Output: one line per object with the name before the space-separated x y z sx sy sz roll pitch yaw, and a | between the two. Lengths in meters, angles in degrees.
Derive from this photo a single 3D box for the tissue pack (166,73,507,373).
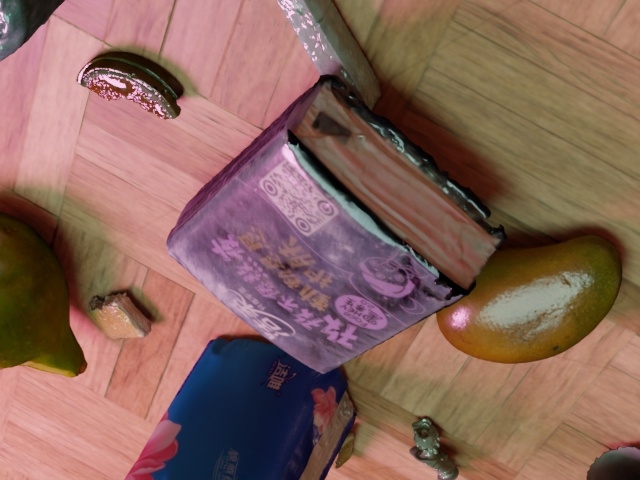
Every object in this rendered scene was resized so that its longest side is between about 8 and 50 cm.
tissue pack | 0.000 0.000 1.648 0.259 0.122 0.361 40 151 -7

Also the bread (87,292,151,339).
bread | -0.266 0.102 2.017 0.083 0.035 0.070 -15 122 49

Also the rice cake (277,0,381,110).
rice cake | -0.009 -0.223 1.509 0.042 0.045 0.245 -7 128 39

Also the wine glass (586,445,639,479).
wine glass | 0.390 0.337 1.811 0.093 0.093 0.202 -8 127 37

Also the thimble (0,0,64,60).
thimble | -0.372 -0.303 1.577 0.198 0.143 0.235 -14 121 40

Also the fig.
fig | -0.400 0.093 1.994 0.206 0.206 0.275 -7 147 36

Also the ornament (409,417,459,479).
ornament | 0.143 0.272 1.935 0.068 0.041 0.092 37 158 28

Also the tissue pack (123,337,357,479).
tissue pack | -0.100 0.262 1.896 0.209 0.270 0.137 13 139 22

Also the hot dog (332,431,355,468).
hot dog | 0.023 0.268 2.005 0.034 0.030 0.090 46 158 20

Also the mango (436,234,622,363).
mango | 0.224 0.063 1.630 0.227 0.099 0.136 -25 109 35

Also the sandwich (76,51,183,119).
sandwich | -0.217 -0.175 1.701 0.135 0.029 0.067 12 136 22
